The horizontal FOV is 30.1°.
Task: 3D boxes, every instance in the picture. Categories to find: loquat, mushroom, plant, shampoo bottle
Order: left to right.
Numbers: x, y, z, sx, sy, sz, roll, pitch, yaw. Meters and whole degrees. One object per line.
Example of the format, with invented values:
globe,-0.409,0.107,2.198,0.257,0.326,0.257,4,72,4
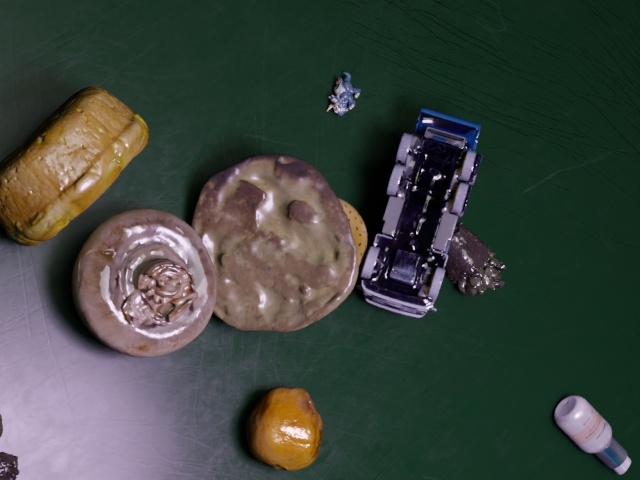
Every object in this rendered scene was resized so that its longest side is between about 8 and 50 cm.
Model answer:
plant,-0.467,0.306,1.684,0.085,0.087,0.174,-25,102,-62
mushroom,-0.260,0.062,1.790,0.226,0.178,0.227,3,81,-21
loquat,-0.056,0.301,1.921,0.137,0.113,0.137,4,65,-9
plant,0.274,0.039,2.176,0.143,0.094,0.092,52,49,-9
shampoo bottle,0.528,0.379,2.283,0.192,0.074,0.074,45,62,-18

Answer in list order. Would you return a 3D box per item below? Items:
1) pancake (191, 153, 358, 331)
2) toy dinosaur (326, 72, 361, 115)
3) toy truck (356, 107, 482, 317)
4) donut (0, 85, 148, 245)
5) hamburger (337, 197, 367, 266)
pancake,-0.081,0.006,1.899,0.294,0.049,0.295,-1,87,13
toy dinosaur,0.040,-0.260,2.116,0.047,0.030,0.083,36,65,-24
toy truck,0.177,-0.048,2.060,0.146,0.175,0.367,18,72,6
donut,-0.370,-0.114,1.736,0.128,0.208,0.261,47,57,-16
hamburger,0.000,-0.003,1.986,0.175,0.137,0.175,8,74,-32
